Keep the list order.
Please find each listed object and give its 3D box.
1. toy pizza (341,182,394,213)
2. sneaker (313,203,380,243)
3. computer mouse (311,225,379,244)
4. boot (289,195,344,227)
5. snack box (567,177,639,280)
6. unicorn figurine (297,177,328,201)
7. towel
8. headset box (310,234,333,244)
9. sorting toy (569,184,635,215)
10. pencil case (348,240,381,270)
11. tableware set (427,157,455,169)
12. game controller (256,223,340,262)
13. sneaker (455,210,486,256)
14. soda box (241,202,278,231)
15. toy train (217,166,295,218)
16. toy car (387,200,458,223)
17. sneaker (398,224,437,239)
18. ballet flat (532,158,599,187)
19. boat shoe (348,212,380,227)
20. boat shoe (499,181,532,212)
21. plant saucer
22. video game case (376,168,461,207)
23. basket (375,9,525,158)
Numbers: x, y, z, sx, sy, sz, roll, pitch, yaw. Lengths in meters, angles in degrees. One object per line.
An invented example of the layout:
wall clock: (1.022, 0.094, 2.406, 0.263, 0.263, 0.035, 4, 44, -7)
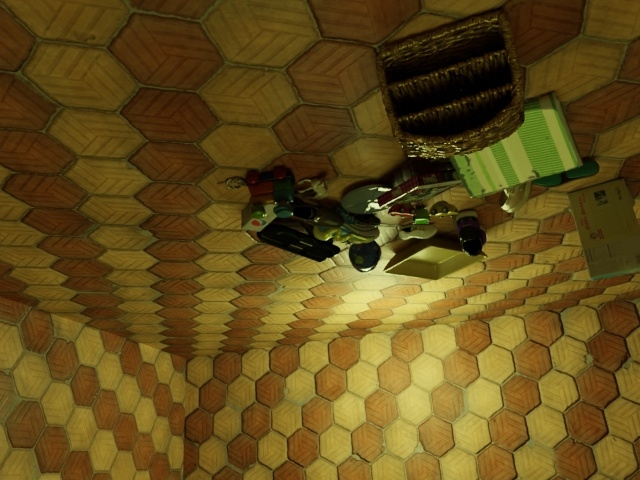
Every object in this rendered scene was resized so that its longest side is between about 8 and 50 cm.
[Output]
toy pizza: (0.169, -0.146, 1.874, 0.201, 0.032, 0.201, -6, 157, -2)
sneaker: (0.095, -0.060, 1.939, 0.239, 0.091, 0.126, 0, 121, -4)
computer mouse: (0.079, -0.029, 2.085, 0.272, 0.072, 0.188, 18, 149, -42)
boot: (-0.017, -0.079, 1.838, 0.219, 0.082, 0.106, 17, -166, -12)
snack box: (0.992, -0.038, 1.902, 0.187, 0.322, 0.060, -16, 157, 28)
unicorn figurine: (-0.014, -0.170, 1.770, 0.111, 0.060, 0.162, -11, 173, 14)
towel: (0.533, -0.256, 1.549, 0.324, 0.038, 0.248, -17, 123, 31)
headset box: (0.000, 0.000, 2.177, 0.083, 0.032, 0.062, -7, 158, 34)
sorting toy: (1.051, -0.136, 2.058, 0.208, 0.038, 0.193, -24, 151, 29)
pencil case: (0.175, 0.058, 2.164, 0.119, 0.133, 0.306, 26, 176, 7)
tableware set: (0.418, -0.243, 1.681, 0.194, 0.039, 0.128, 16, 150, -39)
game controller: (-0.081, 0.007, 2.097, 0.319, 0.067, 0.166, 20, 151, -30)
sneaker: (0.591, 0.002, 2.152, 0.102, 0.146, 0.293, -14, 155, 22)
soda box: (-0.194, -0.104, 1.866, 0.073, 0.069, 0.216, 10, 154, -30)
toy train: (-0.201, -0.130, 1.705, 0.247, 0.144, 0.105, -8, 156, 9)
toy car: (0.358, -0.100, 1.955, 0.238, 0.053, 0.225, 0, 172, 7)
sneaker: (0.378, -0.037, 2.144, 0.152, 0.054, 0.061, -9, 154, 12)
ballet flat: (0.776, -0.209, 1.783, 0.232, 0.080, 0.073, -6, 172, 7)
boat shoe: (0.168, -0.082, 2.008, 0.142, 0.049, 0.040, 13, 152, -30)
boat shoe: (0.598, -0.210, 1.707, 0.110, 0.122, 0.341, 3, 146, 2)
plant saucer: (0.486, 0.071, 2.384, 0.332, 0.081, 0.332, 9, 153, -29)
video game case: (0.323, -0.165, 1.738, 0.210, 0.042, 0.232, -10, 172, -27)
basket: (0.295, -0.326, 1.240, 0.298, 0.214, 0.223, -12, 157, 17)
